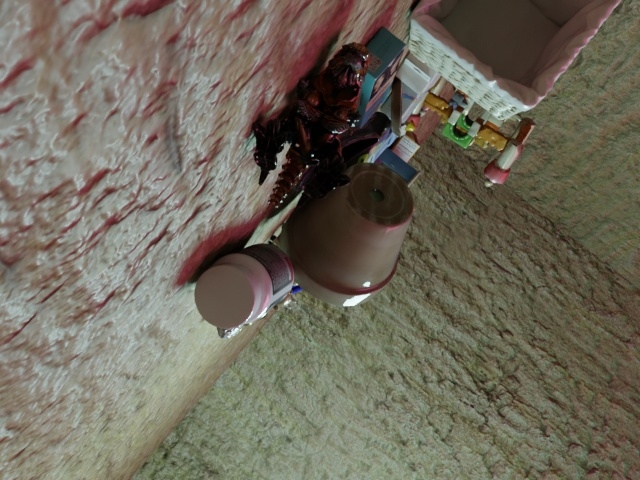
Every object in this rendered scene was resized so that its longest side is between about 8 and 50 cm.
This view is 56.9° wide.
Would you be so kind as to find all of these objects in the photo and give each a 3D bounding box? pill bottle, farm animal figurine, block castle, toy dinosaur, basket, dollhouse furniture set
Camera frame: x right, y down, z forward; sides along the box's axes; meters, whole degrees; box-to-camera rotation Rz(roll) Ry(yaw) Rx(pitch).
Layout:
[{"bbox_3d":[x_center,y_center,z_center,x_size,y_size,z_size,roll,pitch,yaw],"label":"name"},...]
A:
[{"bbox_3d":[-0.171,0.100,1.360,0.161,0.161,0.283,-52,174,13],"label":"pill bottle"},{"bbox_3d":[-0.144,0.134,1.750,0.327,0.172,0.330,-44,172,-49],"label":"farm animal figurine"},{"bbox_3d":[0.529,-0.415,2.175,0.303,0.453,0.212,-46,166,-47],"label":"block castle"},{"bbox_3d":[-0.007,-0.172,1.008,0.218,0.165,0.321,-69,169,-50],"label":"toy dinosaur"},{"bbox_3d":[0.410,-0.486,1.318,0.331,0.328,0.266,-51,177,3],"label":"basket"},{"bbox_3d":[0.240,-0.264,2.108,0.286,0.198,0.303,-50,174,-14],"label":"dollhouse furniture set"}]

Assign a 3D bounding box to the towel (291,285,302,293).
[{"bbox_3d":[-0.049,0.087,2.080,0.308,0.076,0.228,-49,-173,-39],"label":"towel"}]

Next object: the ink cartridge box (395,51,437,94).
[{"bbox_3d":[0.273,-0.463,1.588,0.090,0.092,0.143,-54,173,37],"label":"ink cartridge box"}]

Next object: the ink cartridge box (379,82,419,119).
[{"bbox_3d":[0.266,-0.442,1.773,0.175,0.072,0.127,-53,175,23],"label":"ink cartridge box"}]

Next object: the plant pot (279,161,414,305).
[{"bbox_3d":[0.087,-0.037,1.484,0.323,0.323,0.280,-47,173,-37],"label":"plant pot"}]

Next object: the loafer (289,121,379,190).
[{"bbox_3d":[0.037,-0.201,1.373,0.302,0.095,0.109,-47,175,-36],"label":"loafer"}]

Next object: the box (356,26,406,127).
[{"bbox_3d":[0.106,-0.334,1.243,0.100,0.060,0.244,-50,175,-10],"label":"box"}]

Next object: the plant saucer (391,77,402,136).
[{"bbox_3d":[0.213,-0.372,1.648,0.168,0.029,0.168,2,90,-82],"label":"plant saucer"}]

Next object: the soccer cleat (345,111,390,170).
[{"bbox_3d":[0.097,-0.236,1.669,0.289,0.093,0.121,-51,177,2],"label":"soccer cleat"}]

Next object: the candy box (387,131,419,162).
[{"bbox_3d":[0.280,-0.315,2.468,0.316,0.088,0.183,-53,-169,22],"label":"candy box"}]
